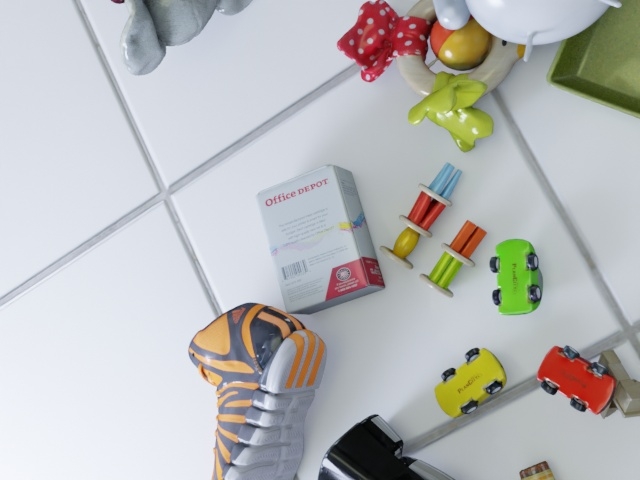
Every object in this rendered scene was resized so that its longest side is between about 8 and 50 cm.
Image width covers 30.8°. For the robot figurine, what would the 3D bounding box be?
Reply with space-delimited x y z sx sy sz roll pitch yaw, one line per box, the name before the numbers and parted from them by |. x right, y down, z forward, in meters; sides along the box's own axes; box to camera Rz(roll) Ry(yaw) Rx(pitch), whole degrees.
robot figurine | 0.249 -0.386 1.427 0.300 0.199 0.354 -38 54 34

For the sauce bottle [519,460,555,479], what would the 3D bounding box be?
sauce bottle | 0.290 0.341 1.451 0.042 0.042 0.128 -28 76 19

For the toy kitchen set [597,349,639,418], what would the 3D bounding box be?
toy kitchen set | 0.386 0.186 1.434 0.083 0.075 0.068 -111 24 -48

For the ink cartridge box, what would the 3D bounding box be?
ink cartridge box | 0.000 0.000 1.594 0.127 0.072 0.175 -20 77 21

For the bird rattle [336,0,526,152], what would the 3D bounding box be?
bird rattle | 0.160 -0.248 1.547 0.207 0.143 0.253 -38 58 4

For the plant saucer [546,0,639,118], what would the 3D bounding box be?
plant saucer | 0.406 -0.248 1.454 0.188 0.045 0.188 25 95 24

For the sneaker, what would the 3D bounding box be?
sneaker | -0.111 0.234 1.610 0.180 0.124 0.321 30 103 38

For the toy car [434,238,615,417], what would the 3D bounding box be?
toy car | 0.259 0.111 1.475 0.239 0.053 0.225 -7 77 31

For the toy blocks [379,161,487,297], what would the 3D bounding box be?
toy blocks | 0.164 -0.018 1.534 0.123 0.054 0.148 35 99 23

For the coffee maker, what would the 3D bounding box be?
coffee maker | 0.084 0.323 1.474 0.178 0.171 0.120 34 115 24

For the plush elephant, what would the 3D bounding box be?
plush elephant | -0.242 -0.391 1.664 0.330 0.271 0.255 23 136 55
